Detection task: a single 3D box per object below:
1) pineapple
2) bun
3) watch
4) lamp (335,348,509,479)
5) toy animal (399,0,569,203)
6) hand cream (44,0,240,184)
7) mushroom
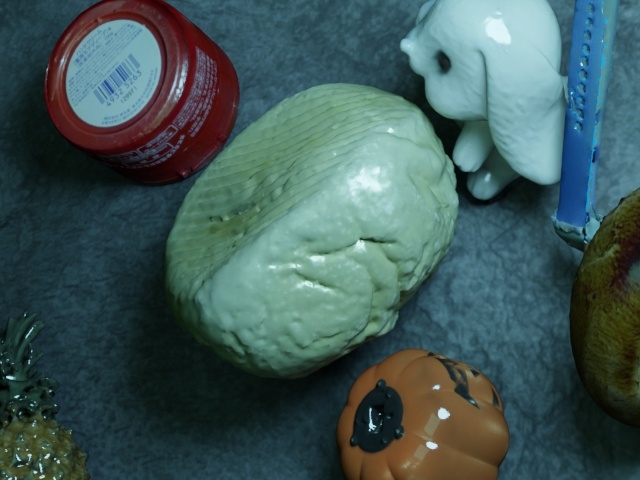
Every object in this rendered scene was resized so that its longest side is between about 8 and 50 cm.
[{"bbox_3d":[-0.377,0.230,1.617,0.169,0.169,0.340,-24,60,15],"label":"pineapple"},{"bbox_3d":[0.000,0.000,1.455,0.349,0.227,0.352,-18,38,40],"label":"bun"},{"bbox_3d":[0.325,-0.117,1.361,0.274,0.276,0.068,-62,29,-1],"label":"watch"},{"bbox_3d":[0.115,0.214,1.403,0.188,0.164,0.187,-26,51,37],"label":"lamp"},{"bbox_3d":[0.205,-0.175,1.430,0.174,0.289,0.249,-18,89,15],"label":"toy animal"},{"bbox_3d":[-0.231,-0.194,1.674,0.230,0.149,0.230,-5,76,21],"label":"hand cream"},{"bbox_3d":[0.377,0.056,1.302,0.297,0.278,0.163,-42,24,-3],"label":"mushroom"}]
